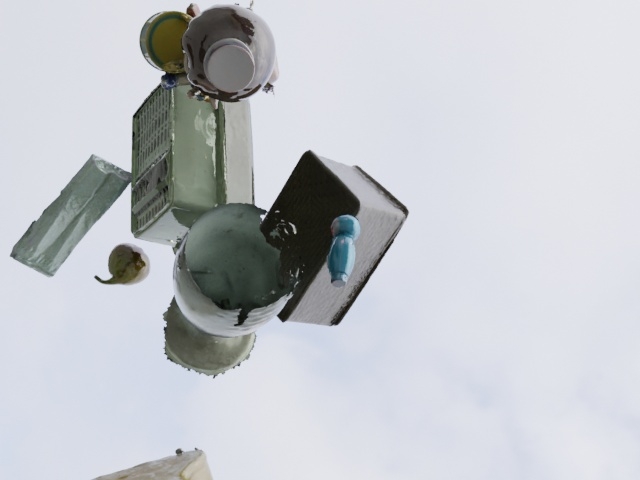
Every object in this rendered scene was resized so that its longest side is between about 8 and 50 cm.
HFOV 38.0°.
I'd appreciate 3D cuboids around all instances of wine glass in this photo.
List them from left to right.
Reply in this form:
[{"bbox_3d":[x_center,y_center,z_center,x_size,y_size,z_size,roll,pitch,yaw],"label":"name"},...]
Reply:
[{"bbox_3d":[-0.154,0.085,1.483,0.357,0.190,0.190,124,-46,-58],"label":"wine glass"}]

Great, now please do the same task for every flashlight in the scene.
[{"bbox_3d":[0.037,0.015,1.479,0.051,0.051,0.129,-31,-140,40],"label":"flashlight"}]

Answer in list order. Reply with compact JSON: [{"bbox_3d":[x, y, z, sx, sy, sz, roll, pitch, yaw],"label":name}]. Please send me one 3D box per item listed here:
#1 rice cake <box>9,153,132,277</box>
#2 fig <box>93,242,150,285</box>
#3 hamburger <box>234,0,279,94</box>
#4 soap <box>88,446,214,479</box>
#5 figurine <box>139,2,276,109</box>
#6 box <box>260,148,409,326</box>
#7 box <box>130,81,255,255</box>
[{"bbox_3d":[-0.409,-0.041,1.536,0.226,0.085,0.040,-49,-140,4],"label":"rice cake"},{"bbox_3d":[-0.368,0.054,1.757,0.098,0.084,0.082,-55,-172,-15],"label":"fig"},{"bbox_3d":[-0.138,-0.362,1.806,0.093,0.189,0.164,-15,-130,7],"label":"hamburger"},{"bbox_3d":[-0.206,0.415,0.901,0.169,0.304,0.339,-137,-149,-81],"label":"soap"},{"bbox_3d":[-0.160,-0.281,1.392,0.275,0.158,0.161,16,-90,57],"label":"figurine"},{"bbox_3d":[0.001,0.001,1.683,0.184,0.143,0.273,45,-69,35],"label":"box"},{"bbox_3d":[-0.223,-0.132,1.618,0.220,0.166,0.290,-32,-124,53],"label":"box"}]
